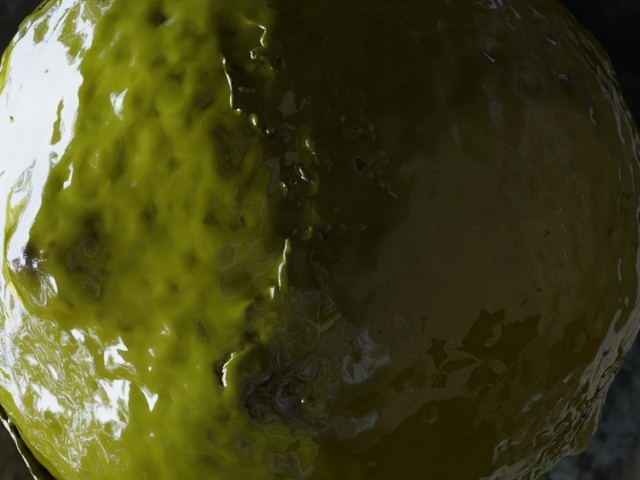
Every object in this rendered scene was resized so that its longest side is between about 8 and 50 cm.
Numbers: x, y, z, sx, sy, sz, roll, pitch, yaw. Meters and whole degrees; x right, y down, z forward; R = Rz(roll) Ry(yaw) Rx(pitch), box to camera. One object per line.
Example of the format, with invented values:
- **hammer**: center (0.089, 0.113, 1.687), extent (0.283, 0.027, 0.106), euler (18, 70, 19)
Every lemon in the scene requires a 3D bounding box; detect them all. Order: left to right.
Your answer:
- **lemon**: center (0.000, 0.000, 0.817), extent (0.387, 0.350, 0.349), euler (-8, -66, -48)
